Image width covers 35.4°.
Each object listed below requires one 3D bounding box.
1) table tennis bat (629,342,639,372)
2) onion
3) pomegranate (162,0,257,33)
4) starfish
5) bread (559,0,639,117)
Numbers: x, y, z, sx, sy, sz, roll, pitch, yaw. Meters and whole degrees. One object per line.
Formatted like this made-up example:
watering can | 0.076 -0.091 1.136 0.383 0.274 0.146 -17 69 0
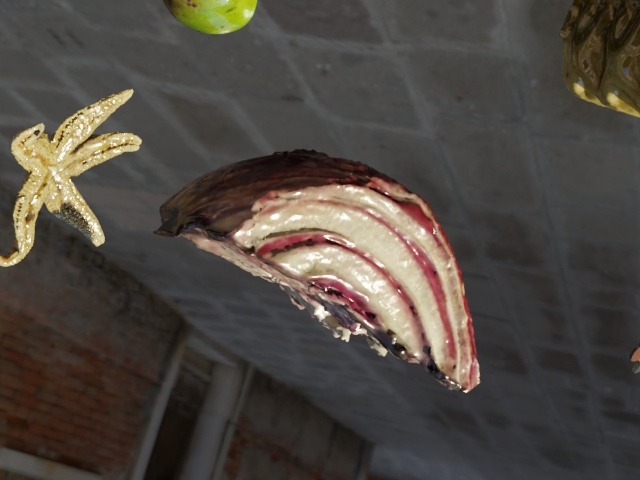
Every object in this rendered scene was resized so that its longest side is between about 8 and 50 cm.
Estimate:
table tennis bat | 0.334 0.113 1.021 0.050 0.007 0.083 -20 149 -15
onion | 0.000 0.000 0.916 0.314 0.146 0.280 28 178 -24
pomegranate | -0.170 -0.516 1.941 0.302 0.236 0.236 3 160 23
starfish | -0.442 -0.119 1.708 0.094 0.375 0.327 25 175 22
bread | 0.325 -0.175 0.893 0.130 0.152 0.268 25 -171 -17
